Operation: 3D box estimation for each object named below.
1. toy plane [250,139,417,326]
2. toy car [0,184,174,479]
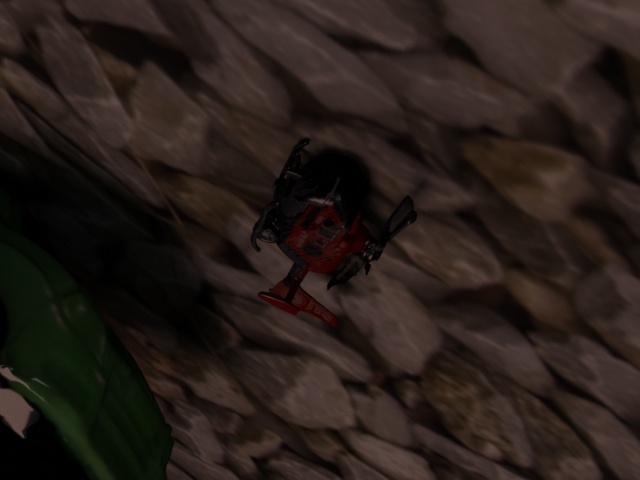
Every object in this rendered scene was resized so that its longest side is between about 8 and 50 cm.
[{"bbox_3d":[0.000,0.000,0.832,0.060,0.037,0.145,25,151,-2],"label":"toy plane"},{"bbox_3d":[-0.236,0.035,1.041,0.359,0.176,0.213,16,149,29],"label":"toy car"}]
